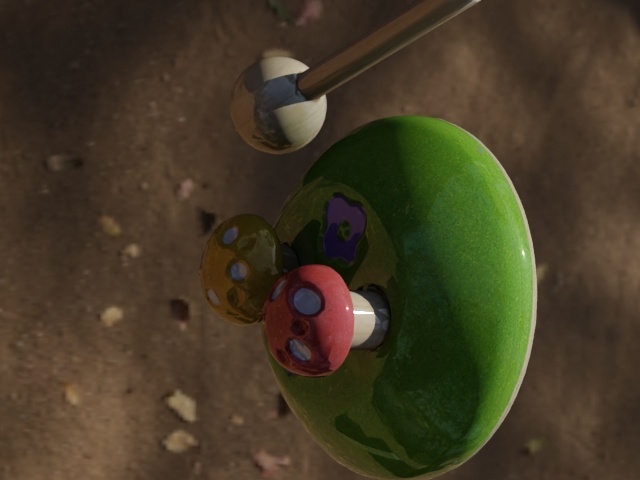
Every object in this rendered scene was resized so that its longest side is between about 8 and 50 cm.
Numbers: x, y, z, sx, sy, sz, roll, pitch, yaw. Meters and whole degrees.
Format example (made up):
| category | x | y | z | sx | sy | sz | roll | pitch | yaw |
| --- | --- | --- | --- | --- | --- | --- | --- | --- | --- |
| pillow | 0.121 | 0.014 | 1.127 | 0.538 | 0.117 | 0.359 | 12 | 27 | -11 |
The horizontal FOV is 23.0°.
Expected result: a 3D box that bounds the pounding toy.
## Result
| category | x | y | z | sx | sy | sz | roll | pitch | yaw |
| --- | --- | --- | --- | --- | --- | --- | --- | --- | --- |
| pounding toy | 0.000 | 0.000 | 0.765 | 0.110 | 0.183 | 0.237 | 4 | 73 | -38 |
